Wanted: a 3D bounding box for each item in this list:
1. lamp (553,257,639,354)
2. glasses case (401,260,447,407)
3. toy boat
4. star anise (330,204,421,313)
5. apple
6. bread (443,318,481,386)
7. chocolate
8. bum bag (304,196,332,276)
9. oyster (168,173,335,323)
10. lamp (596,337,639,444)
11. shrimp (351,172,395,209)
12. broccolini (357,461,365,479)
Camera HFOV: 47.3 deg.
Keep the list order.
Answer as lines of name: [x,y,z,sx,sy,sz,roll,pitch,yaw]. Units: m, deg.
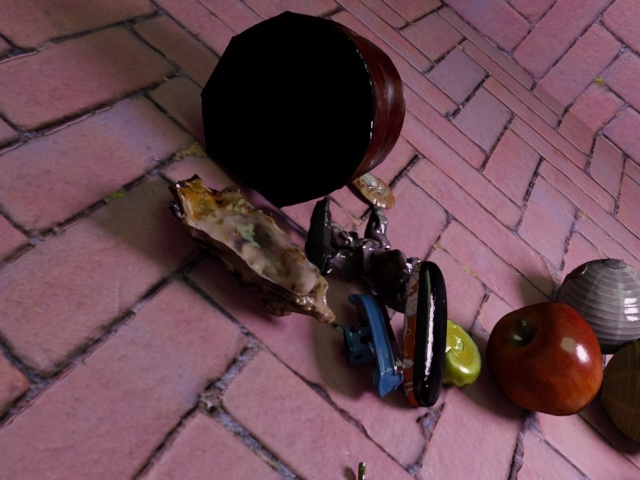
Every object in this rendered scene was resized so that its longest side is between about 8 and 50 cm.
lamp: [0.687,0.151,1.759,0.265,0.233,0.233,-14,60,-46]
glasses case: [0.191,0.168,1.328,0.103,0.067,0.266,41,50,-56]
toy boat: [0.083,0.176,1.297,0.097,0.100,0.223,-9,41,-4]
star anise: [0.126,0.045,1.459,0.283,0.129,0.212,44,20,-8]
apple: [0.451,0.244,1.457,0.230,0.230,0.230,25,37,-20]
bread: [0.249,0.219,1.408,0.130,0.071,0.139,-17,65,-48]
chocolate: [-0.003,-0.270,1.528,0.383,0.383,0.331,48,18,11]
bum bag: [0.000,0.000,1.380,0.049,0.087,0.197,15,50,-14]
oyster: [-0.119,0.017,1.275,0.361,0.096,0.221,36,29,-5]
lamp: [0.714,0.333,1.601,0.284,0.250,0.250,2,32,15]
shrimp: [0.101,-0.136,1.698,0.184,0.043,0.091,36,38,-6]
broccolini: [0.078,0.412,1.058,0.052,0.054,0.194,-5,50,-23]
